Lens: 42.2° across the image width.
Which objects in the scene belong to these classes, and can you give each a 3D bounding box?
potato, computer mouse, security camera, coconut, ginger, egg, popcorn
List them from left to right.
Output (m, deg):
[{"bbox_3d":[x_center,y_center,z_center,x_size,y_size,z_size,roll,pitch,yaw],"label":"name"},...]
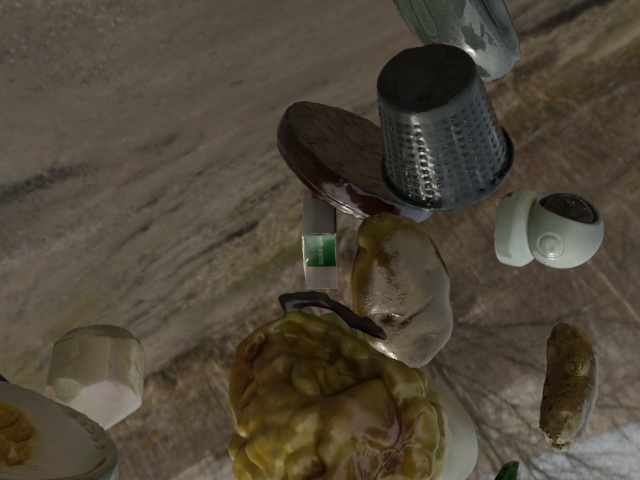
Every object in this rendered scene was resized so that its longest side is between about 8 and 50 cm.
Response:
[{"bbox_3d":[-0.446,0.360,0.965,0.340,0.354,0.354,-71,162,3],"label":"egg"},{"bbox_3d":[-0.484,0.305,1.783,0.224,0.234,0.224,-4,161,-1],"label":"coconut"},{"bbox_3d":[0.021,0.260,1.281,0.348,0.382,0.349,-14,-176,1],"label":"popcorn"},{"bbox_3d":[0.164,0.101,1.706,0.195,0.369,0.176,1,-145,23],"label":"potato"},{"bbox_3d":[0.214,-0.435,1.457,0.114,0.374,0.203,-35,-171,-19],"label":"computer mouse"},{"bbox_3d":[0.546,-0.023,1.956,0.236,0.195,0.194,8,-168,33],"label":"security camera"},{"bbox_3d":[0.358,0.224,1.194,0.081,0.115,0.206,-11,-142,37],"label":"ginger"}]

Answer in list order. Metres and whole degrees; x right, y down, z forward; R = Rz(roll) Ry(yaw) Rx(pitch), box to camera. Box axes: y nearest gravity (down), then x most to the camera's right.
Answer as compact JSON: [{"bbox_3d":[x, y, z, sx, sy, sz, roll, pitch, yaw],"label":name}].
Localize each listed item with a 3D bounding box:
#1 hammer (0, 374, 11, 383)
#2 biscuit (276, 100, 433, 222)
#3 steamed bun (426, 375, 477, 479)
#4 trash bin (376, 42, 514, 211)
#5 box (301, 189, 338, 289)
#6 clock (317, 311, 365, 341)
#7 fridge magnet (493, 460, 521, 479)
[{"bbox_3d":[-0.510,0.289,1.438,0.033,0.287,0.111,-38,159,-54],"label":"hammer"},{"bbox_3d":[0.081,-0.170,1.870,0.407,0.407,0.091,-15,141,-54],"label":"biscuit"},{"bbox_3d":[0.254,0.465,2.068,0.206,0.324,0.324,-48,164,12],"label":"steamed bun"},{"bbox_3d":[0.146,-0.149,1.029,0.175,0.175,0.161,-31,139,-8],"label":"trash bin"},{"bbox_3d":[0.000,0.000,1.858,0.081,0.135,0.199,1,140,1],"label":"box"},{"bbox_3d":[0.008,0.308,1.917,0.235,0.096,0.308,28,119,-37],"label":"clock"},{"bbox_3d":[0.243,0.387,1.053,0.088,0.208,0.208,5,177,16],"label":"fridge magnet"}]
